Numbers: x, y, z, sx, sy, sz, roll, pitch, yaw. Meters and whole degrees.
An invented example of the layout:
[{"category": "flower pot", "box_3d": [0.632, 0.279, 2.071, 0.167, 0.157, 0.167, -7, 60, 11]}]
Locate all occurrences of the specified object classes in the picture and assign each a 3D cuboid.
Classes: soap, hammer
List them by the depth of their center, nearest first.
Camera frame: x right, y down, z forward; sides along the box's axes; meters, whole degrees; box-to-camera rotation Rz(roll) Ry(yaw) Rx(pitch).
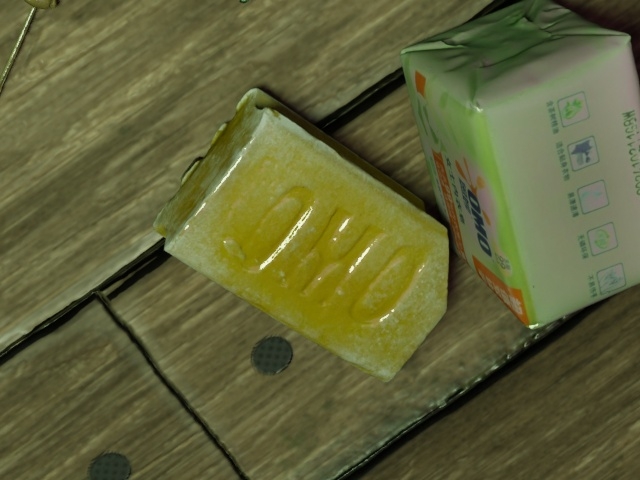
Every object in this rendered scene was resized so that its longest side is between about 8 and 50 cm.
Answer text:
[{"category": "hammer", "box_3d": [-0.229, -0.129, 1.079, 0.029, 0.014, 0.123, 23, 103, -16]}, {"category": "soap", "box_3d": [0.166, -0.066, 1.138, 0.138, 0.182, 0.199, -21, 115, -9]}, {"category": "soap", "box_3d": [0.000, 0.000, 1.171, 0.232, 0.073, 0.140, 33, 102, -27]}]

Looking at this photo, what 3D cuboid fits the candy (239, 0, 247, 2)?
[{"category": "candy", "box_3d": [-0.112, -0.267, 1.029, 0.203, 0.078, 0.141, 19, 104, -29]}]
